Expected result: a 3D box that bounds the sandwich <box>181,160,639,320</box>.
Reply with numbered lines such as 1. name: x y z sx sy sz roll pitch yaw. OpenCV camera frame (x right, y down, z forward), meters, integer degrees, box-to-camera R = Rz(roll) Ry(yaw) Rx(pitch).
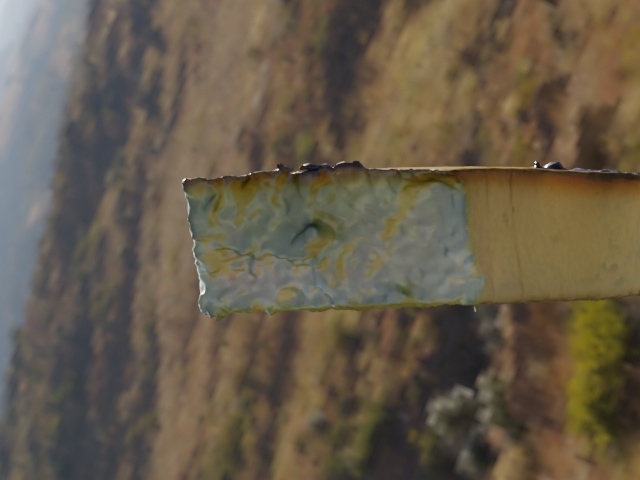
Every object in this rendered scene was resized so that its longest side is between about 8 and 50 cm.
1. sandwich: 0.000 0.000 0.728 0.193 0.162 0.058 -2 88 39
